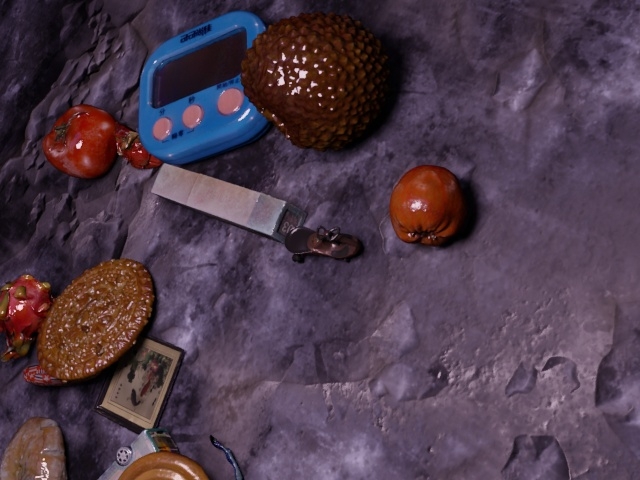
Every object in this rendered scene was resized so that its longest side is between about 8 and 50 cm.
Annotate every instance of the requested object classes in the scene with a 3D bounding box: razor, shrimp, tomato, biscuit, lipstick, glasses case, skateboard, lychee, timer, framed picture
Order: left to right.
[{"bbox_3d":[-0.617,0.584,1.678,0.221,0.110,0.445,-23,56,32],"label":"shrimp"},{"bbox_3d":[-0.558,0.291,1.768,0.194,0.073,0.049,-11,74,27],"label":"glasses case"},{"bbox_3d":[-0.564,-0.236,1.938,0.187,0.151,0.187,-12,70,36],"label":"tomato"},{"bbox_3d":[-0.486,0.162,1.743,0.305,0.038,0.305,-17,47,19],"label":"biscuit"},{"bbox_3d":[-0.377,0.291,1.684,0.199,0.010,0.195,14,79,38],"label":"framed picture"},{"bbox_3d":[-0.268,0.459,1.469,0.224,0.033,0.144,21,94,16],"label":"biscuit"},{"bbox_3d":[-0.241,-0.328,1.770,0.340,0.115,0.309,-16,64,25],"label":"timer"},{"bbox_3d":[-0.196,-0.078,1.667,0.371,0.080,0.076,19,84,39],"label":"lipstick"},{"bbox_3d":[-0.159,0.419,1.470,0.028,0.044,0.154,-26,57,-7],"label":"razor"},{"bbox_3d":[-0.002,-0.305,1.517,0.267,0.267,0.267,-14,64,30],"label":"lychee"},{"bbox_3d":[0.000,0.000,1.498,0.151,0.080,0.067,2,66,33],"label":"skateboard"}]

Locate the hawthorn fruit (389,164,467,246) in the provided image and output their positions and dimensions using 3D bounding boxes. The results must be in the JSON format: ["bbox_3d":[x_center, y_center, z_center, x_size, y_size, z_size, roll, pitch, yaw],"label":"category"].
[{"bbox_3d":[0.182,-0.064,1.371,0.133,0.133,0.138,-12,55,31],"label":"hawthorn fruit"}]

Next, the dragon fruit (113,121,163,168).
[{"bbox_3d":[-0.434,-0.217,1.871,0.162,0.106,0.083,34,93,36],"label":"dragon fruit"}]

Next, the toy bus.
[{"bbox_3d":[-0.380,0.476,1.566,0.261,0.091,0.109,-47,63,11],"label":"toy bus"}]

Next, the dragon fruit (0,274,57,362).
[{"bbox_3d":[-0.689,0.181,1.873,0.133,0.150,0.207,17,86,6],"label":"dragon fruit"}]
